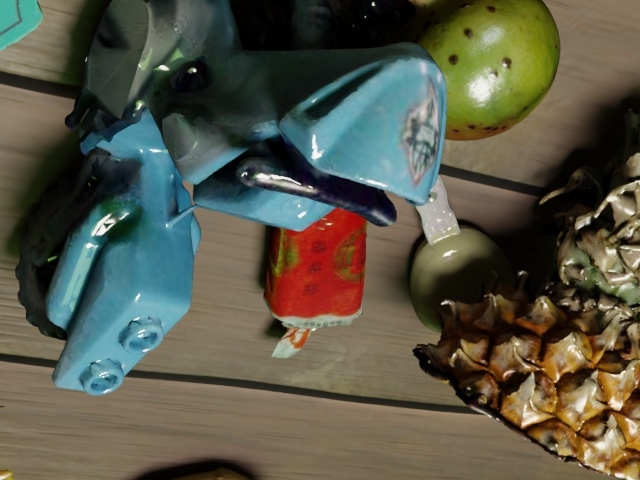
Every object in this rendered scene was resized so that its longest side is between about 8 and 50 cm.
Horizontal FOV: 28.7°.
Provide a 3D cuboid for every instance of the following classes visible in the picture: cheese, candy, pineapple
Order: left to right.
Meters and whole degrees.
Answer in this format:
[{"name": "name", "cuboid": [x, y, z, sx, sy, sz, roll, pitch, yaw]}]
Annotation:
[{"name": "candy", "cuboid": [-0.001, 0.001, 1.033, 0.086, 0.059, 0.292, -5, 133, -14]}, {"name": "cheese", "cuboid": [0.113, 0.007, 1.095, 0.097, 0.037, 0.192, -23, 137, 1]}, {"name": "pineapple", "cuboid": [0.245, 0.031, 1.035, 0.262, 0.262, 0.272, 20, 99, -34]}]

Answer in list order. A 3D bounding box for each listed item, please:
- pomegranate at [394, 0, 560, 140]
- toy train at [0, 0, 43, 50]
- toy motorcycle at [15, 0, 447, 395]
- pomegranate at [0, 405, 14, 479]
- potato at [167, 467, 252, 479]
[{"name": "pomegranate", "cuboid": [0.108, -0.136, 0.908, 0.130, 0.130, 0.130, -10, 135, -10]}, {"name": "toy train", "cuboid": [-0.257, -0.180, 0.733, 0.154, 0.107, 0.198, -31, 136, -1]}, {"name": "toy motorcycle", "cuboid": [-0.067, -0.044, 0.839, 0.416, 0.232, 0.172, -43, 143, 22]}, {"name": "pomegranate", "cuboid": [-0.368, 0.190, 0.971, 0.256, 0.221, 0.221, -6, 134, -22]}, {"name": "potato", "cuboid": [-0.126, 0.293, 1.229, 0.175, 0.137, 0.137, -27, 140, -25]}]
